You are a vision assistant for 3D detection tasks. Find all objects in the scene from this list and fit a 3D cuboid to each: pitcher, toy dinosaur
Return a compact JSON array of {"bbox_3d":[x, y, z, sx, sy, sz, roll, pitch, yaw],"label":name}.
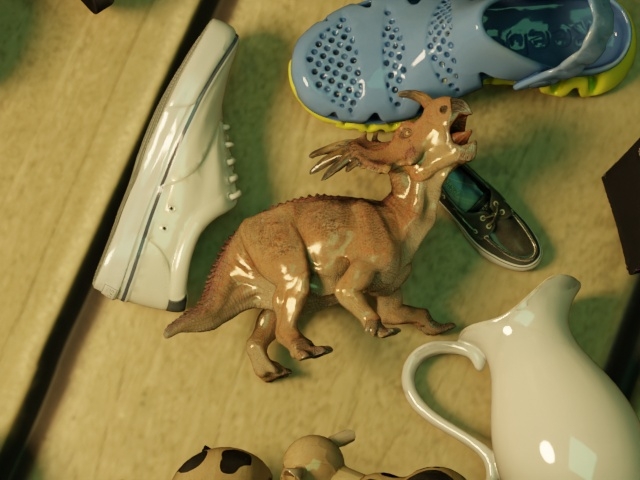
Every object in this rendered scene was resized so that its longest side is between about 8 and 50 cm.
[{"bbox_3d":[0.174,0.156,1.614,0.178,0.125,0.207,-25,70,12],"label":"pitcher"},{"bbox_3d":[0.000,0.000,1.623,0.296,0.127,0.200,-16,81,-3],"label":"toy dinosaur"}]

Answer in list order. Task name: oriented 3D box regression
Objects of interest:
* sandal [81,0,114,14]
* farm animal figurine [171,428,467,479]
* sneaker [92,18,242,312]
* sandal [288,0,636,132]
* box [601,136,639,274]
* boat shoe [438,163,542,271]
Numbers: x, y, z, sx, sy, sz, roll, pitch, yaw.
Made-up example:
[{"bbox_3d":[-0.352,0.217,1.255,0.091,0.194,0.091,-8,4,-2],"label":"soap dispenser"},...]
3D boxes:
[{"bbox_3d":[-0.277,-0.276,1.676,0.254,0.097,0.054,41,78,15],"label":"sandal"},{"bbox_3d":[-0.053,0.241,1.460,0.330,0.327,0.172,-31,109,-5],"label":"farm animal figurine"},{"bbox_3d":[-0.111,-0.061,1.650,0.091,0.094,0.258,22,86,-11],"label":"sneaker"},{"bbox_3d":[0.128,-0.176,1.660,0.317,0.138,0.126,-12,82,-5],"label":"sandal"},{"bbox_3d":[0.393,-0.059,1.631,0.261,0.184,0.103,-13,82,-6],"label":"box"},{"bbox_3d":[0.138,-0.027,1.678,0.142,0.040,0.049,43,79,5],"label":"boat shoe"}]
